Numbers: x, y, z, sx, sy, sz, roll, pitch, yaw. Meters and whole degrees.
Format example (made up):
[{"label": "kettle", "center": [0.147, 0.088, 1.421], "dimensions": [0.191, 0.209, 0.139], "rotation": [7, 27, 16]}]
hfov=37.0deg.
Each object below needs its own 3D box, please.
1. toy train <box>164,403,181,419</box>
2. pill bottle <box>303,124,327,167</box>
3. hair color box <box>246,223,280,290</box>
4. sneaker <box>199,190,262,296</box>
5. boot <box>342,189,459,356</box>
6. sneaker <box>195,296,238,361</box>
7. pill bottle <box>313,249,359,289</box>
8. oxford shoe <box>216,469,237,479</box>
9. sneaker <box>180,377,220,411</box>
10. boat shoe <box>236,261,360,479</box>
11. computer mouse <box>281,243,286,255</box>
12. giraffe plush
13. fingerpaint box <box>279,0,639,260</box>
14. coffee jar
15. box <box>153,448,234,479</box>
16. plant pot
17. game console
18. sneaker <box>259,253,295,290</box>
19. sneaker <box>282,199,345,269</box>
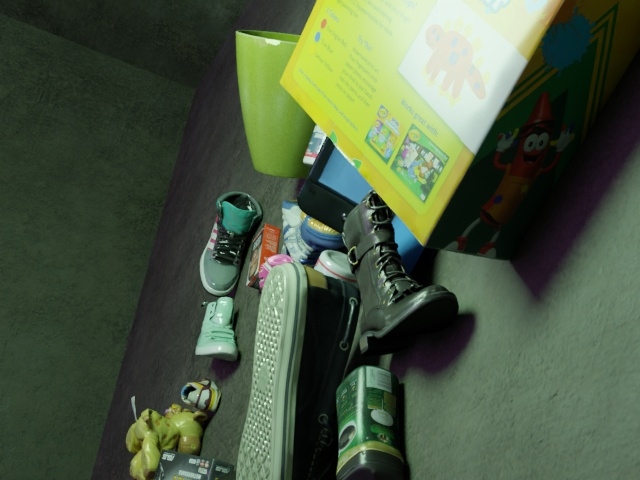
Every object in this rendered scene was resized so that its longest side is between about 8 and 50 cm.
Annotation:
[{"label": "toy train", "center": [-0.392, 0.500, 2.526], "dimensions": [0.166, 0.046, 0.125], "rotation": [133, 150, -58]}, {"label": "pill bottle", "center": [0.043, -0.219, 1.882], "dimensions": [0.180, 0.108, 0.108], "rotation": [-70, 17, -1]}, {"label": "hair color box", "center": [-0.134, 0.039, 2.242], "dimensions": [0.072, 0.043, 0.141], "rotation": [-50, 28, 46]}, {"label": "sneaker", "center": [-0.227, -0.013, 2.465], "dimensions": [0.178, 0.124, 0.295], "rotation": [116, 165, -51]}, {"label": "boot", "center": [0.095, 0.034, 1.374], "dimensions": [0.263, 0.091, 0.228], "rotation": [138, 127, -60]}, {"label": "sneaker", "center": [-0.245, 0.208, 2.298], "dimensions": [0.256, 0.094, 0.151], "rotation": [173, 109, -73]}, {"label": "pill bottle", "center": [0.010, 0.104, 1.670], "dimensions": [0.160, 0.087, 0.087], "rotation": [-64, 19, 17]}, {"label": "oxford shoe", "center": [-0.156, 0.488, 1.801], "dimensions": [0.212, 0.076, 0.076], "rotation": [-130, 20, -81]}, {"label": "sneaker", "center": [-0.300, 0.366, 2.321], "dimensions": [0.185, 0.084, 0.069], "rotation": [-3, 68, 71]}, {"label": "boat shoe", "center": [-0.030, 0.286, 1.506], "dimensions": [0.187, 0.156, 0.500], "rotation": [-173, 90, -67]}, {"label": "computer mouse", "center": [-0.042, -0.025, 2.045], "dimensions": [0.106, 0.042, 0.193], "rotation": [-43, 26, 47]}, {"label": "giraffe plush", "center": [-0.358, 0.470, 2.278], "dimensions": [0.181, 0.171, 0.210], "rotation": [-7, 85, 62]}, {"label": "fingerpaint box", "center": [0.168, -0.253, 1.255], "dimensions": [0.445, 0.163, 0.371], "rotation": [52, 124, 46]}, {"label": "coffee jar", "center": [0.068, 0.272, 1.331], "dimensions": [0.096, 0.079, 0.184], "rotation": [-52, 24, 37]}, {"label": "box", "center": [-0.289, 0.550, 2.043], "dimensions": [0.231, 0.056, 0.183], "rotation": [-7, 63, 53]}, {"label": "plant pot", "center": [-0.064, -0.293, 2.090], "dimensions": [0.275, 0.275, 0.293], "rotation": [-126, 42, -69]}, {"label": "game console", "center": [0.103, -0.100, 1.494], "dimensions": [0.293, 0.250, 0.173], "rotation": [-63, -8, 21]}, {"label": "sneaker", "center": [-0.047, 0.154, 1.791], "dimensions": [0.103, 0.111, 0.252], "rotation": [-1, 85, 30]}, {"label": "sneaker", "center": [0.000, 0.000, 1.830], "dimensions": [0.296, 0.112, 0.130], "rotation": [-150, 62, -74]}]
